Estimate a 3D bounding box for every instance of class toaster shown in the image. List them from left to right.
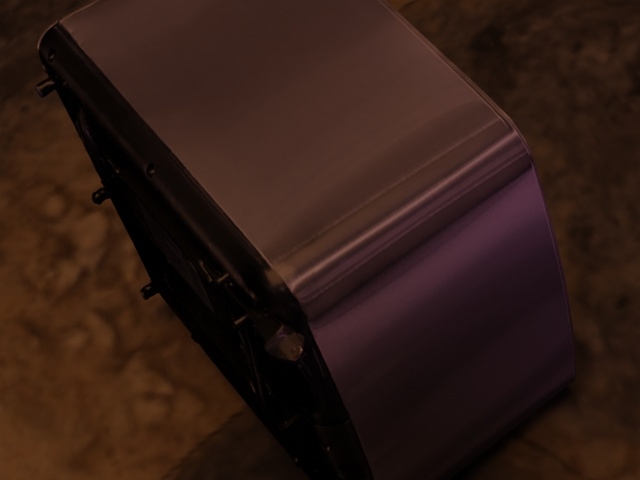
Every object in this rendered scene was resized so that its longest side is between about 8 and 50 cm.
[{"bbox_3d":[0.000,0.000,0.670,0.110,0.168,0.185,-35,53,-10],"label":"toaster"}]

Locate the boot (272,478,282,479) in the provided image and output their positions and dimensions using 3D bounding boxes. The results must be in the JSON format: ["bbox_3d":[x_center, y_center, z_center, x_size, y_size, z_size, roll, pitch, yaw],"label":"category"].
[{"bbox_3d":[-0.089,0.150,0.637,0.208,0.076,0.189,-41,72,-11],"label":"boot"}]
